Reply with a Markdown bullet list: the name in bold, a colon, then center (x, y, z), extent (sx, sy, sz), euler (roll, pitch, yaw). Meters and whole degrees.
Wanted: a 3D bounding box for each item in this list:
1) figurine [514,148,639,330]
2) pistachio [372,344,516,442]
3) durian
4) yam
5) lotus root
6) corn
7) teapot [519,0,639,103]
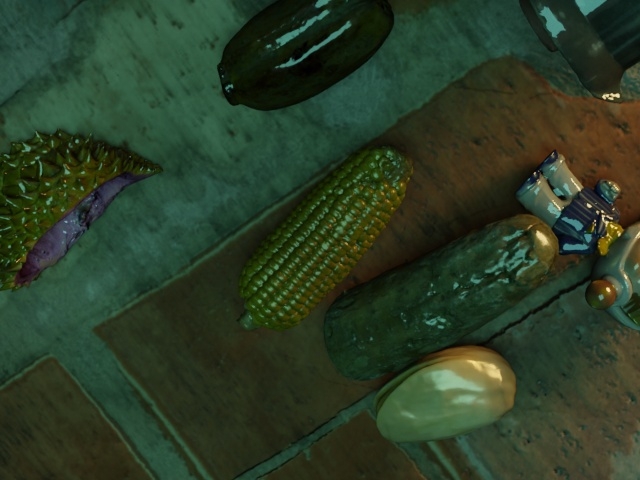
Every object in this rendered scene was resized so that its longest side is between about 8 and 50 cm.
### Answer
- **figurine**: center (0.369, 0.011, 1.434), extent (0.274, 0.133, 0.193), euler (23, 63, -6)
- **pistachio**: center (0.166, 0.203, 1.504), extent (0.201, 0.117, 0.145), euler (-13, 129, 12)
- **durian**: center (-0.383, -0.054, 1.485), extent (0.186, 0.154, 0.260), euler (38, 98, 19)
- **yam**: center (0.159, 0.066, 1.433), extent (0.330, 0.133, 0.133), euler (-32, 102, 29)
- **lotus root**: center (-0.018, -0.250, 1.393), extent (0.241, 0.123, 0.124), euler (-28, 73, 14)
- **corn**: center (0.000, 0.000, 1.467), extent (0.119, 0.119, 0.322), euler (40, 100, -7)
- **teapot**: center (0.377, -0.378, 1.259), extent (0.362, 0.305, 0.376), euler (-33, 81, 19)
